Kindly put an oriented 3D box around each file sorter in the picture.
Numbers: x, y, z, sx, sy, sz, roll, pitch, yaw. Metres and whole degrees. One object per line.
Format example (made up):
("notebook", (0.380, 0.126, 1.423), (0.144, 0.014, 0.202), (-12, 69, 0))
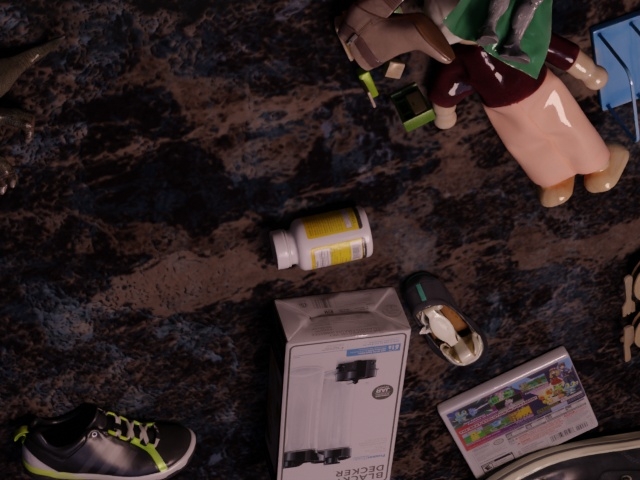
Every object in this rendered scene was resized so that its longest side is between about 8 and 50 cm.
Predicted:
("file sorter", (0.418, -0.202, 1.517), (0.170, 0.104, 0.118), (-20, 132, -2))

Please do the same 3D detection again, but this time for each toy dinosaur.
("toy dinosaur", (-0.388, -0.104, 1.332), (0.313, 0.121, 0.160), (-33, 144, 15))

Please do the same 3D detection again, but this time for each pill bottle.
("pill bottle", (0.000, 0.000, 1.574), (0.116, 0.065, 0.065), (-12, 130, -8))

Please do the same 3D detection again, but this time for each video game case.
("video game case", (0.289, 0.254, 1.903), (0.201, 0.023, 0.183), (-26, 131, 5))

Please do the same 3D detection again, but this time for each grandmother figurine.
("grandmother figurine", (0.215, -0.179, 1.479), (0.208, 0.104, 0.342), (-23, 130, 21))

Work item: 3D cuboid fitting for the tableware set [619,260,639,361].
("tableware set", (0.460, 0.075, 1.802), (0.128, 0.039, 0.194), (-26, 138, -12))

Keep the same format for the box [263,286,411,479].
("box", (0.018, 0.205, 1.732), (0.169, 0.087, 0.290), (-5, 129, -14))

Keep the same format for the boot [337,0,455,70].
("boot", (0.076, -0.210, 1.385), (0.087, 0.118, 0.042), (-42, 171, 31))

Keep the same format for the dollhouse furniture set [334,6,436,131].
("dollhouse furniture set", (0.076, -0.194, 1.444), (0.076, 0.058, 0.151), (-25, 131, 3))

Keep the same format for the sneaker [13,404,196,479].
("sneaker", (-0.274, 0.260, 1.686), (0.235, 0.084, 0.097), (-4, 128, -14))

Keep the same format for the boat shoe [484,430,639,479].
("boat shoe", (0.428, 0.402, 1.971), (0.500, 0.156, 0.187), (-12, 140, -8))

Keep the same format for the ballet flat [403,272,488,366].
("ballet flat", (0.171, 0.124, 1.727), (0.074, 0.074, 0.203), (-31, 131, 9))

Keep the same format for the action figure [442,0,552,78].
("action figure", (0.223, -0.301, 1.347), (0.137, 0.063, 0.232), (25, 83, -35))
